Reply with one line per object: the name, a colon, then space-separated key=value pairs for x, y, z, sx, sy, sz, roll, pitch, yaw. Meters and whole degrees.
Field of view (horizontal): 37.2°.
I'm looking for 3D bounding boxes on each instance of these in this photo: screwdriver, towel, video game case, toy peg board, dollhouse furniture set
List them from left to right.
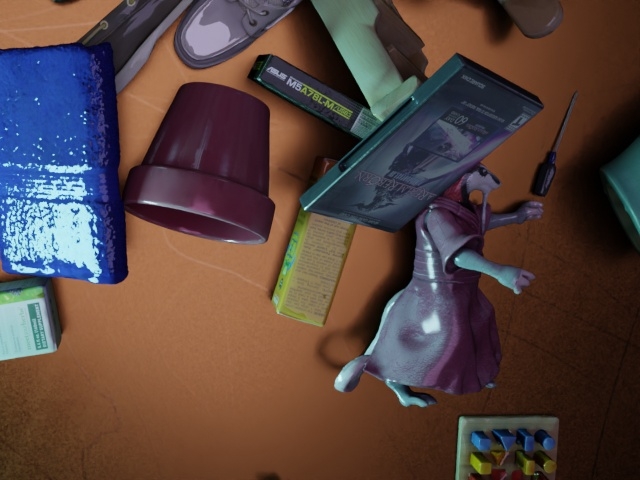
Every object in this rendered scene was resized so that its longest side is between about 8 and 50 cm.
towel: x=-0.340 y=-0.101 z=1.249 sx=0.227 sy=0.076 sz=0.308 roll=5 pitch=102 yaw=32
video game case: x=0.129 y=-0.111 z=1.202 sx=0.274 sy=0.026 sz=0.196 roll=-42 pitch=147 yaw=27
dollhouse furniture set: x=0.209 y=-0.333 z=1.189 sx=0.394 sy=0.362 sz=0.256 roll=-35 pitch=61 yaw=18
toy peg board: x=0.299 y=0.359 z=1.467 sx=0.161 sy=0.079 sz=0.161 roll=1 pitch=98 yaw=-10
screwdriver: x=0.357 y=-0.148 z=1.442 sx=0.025 sy=0.024 sz=0.170 roll=15 pitch=88 yaw=17

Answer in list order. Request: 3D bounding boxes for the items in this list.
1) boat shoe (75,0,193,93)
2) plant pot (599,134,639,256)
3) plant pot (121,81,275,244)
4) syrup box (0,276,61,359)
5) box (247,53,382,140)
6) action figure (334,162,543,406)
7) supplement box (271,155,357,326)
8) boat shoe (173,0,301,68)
boat shoe: x=-0.220 y=-0.330 z=1.268 sx=0.091 sy=0.109 sz=0.305 roll=39 pitch=94 yaw=-17
plant pot: x=0.557 y=-0.084 z=1.373 sx=0.255 sy=0.272 sz=0.272 roll=-27 pitch=102 yaw=10
plant pot: x=-0.150 y=-0.106 z=1.280 sx=0.201 sy=0.201 sz=0.180 roll=14 pitch=79 yaw=-11
syrup box: x=-0.481 y=0.117 z=1.290 sx=0.236 sy=0.096 sz=0.093 roll=-9 pitch=99 yaw=-10
box: x=-0.003 y=-0.189 z=1.287 sx=0.190 sy=0.184 sz=0.045 roll=28 pitch=97 yaw=-12
action figure: x=0.179 y=0.038 z=1.376 sx=0.275 sy=0.248 sz=0.370 roll=2 pitch=99 yaw=17
supplement box: x=0.000 y=0.000 z=1.367 sx=0.080 sy=0.078 sz=0.233 roll=15 pitch=94 yaw=-11
boat shoe: x=-0.085 y=-0.339 z=1.296 sx=0.277 sy=0.096 sz=0.098 roll=-40 pitch=103 yaw=-3
